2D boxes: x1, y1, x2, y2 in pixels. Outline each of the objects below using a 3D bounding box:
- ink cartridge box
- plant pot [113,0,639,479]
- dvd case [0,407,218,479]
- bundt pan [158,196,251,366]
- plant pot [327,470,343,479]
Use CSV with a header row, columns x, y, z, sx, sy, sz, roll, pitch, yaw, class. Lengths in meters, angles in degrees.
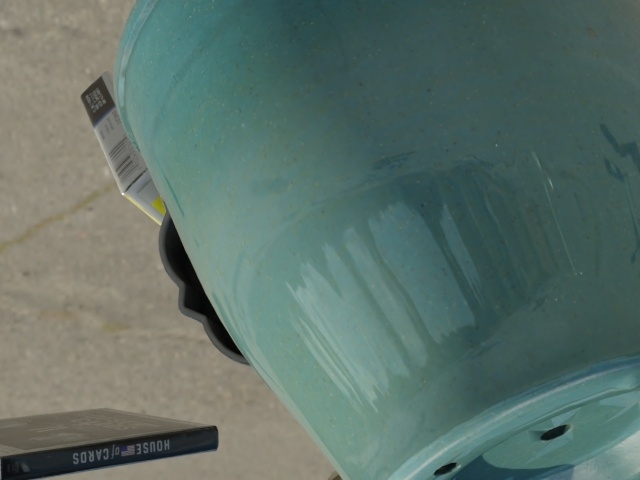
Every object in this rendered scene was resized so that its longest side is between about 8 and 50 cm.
x,y,z,sx,sy,sz,roll,pitch,yaw,class
-0.166,-0.057,1.728,0.072,0.303,0.307,-42,124,4,ink cartridge box
0.064,-0.004,0.621,0.272,0.255,0.271,-15,150,-9,plant pot
-0.242,0.187,1.227,0.179,0.029,0.239,1,-179,44,dvd case
0.000,0.000,1.378,0.331,0.331,0.124,-13,163,-4,bundt pan
0.187,0.171,0.837,0.274,0.256,0.256,-40,151,14,plant pot
